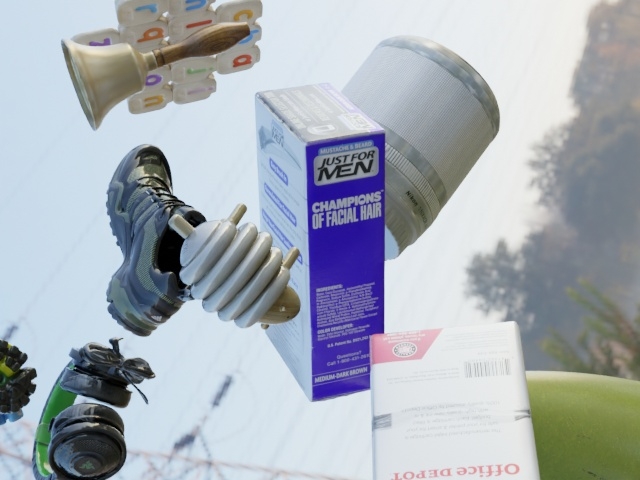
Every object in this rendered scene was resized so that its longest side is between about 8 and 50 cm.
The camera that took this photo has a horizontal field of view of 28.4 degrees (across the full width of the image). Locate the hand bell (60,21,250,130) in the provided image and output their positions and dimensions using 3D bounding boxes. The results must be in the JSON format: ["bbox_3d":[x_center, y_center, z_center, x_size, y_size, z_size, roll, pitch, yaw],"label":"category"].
[{"bbox_3d":[-0.206,-0.241,1.669,0.126,0.242,0.126,160,90,-77],"label":"hand bell"}]

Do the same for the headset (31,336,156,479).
[{"bbox_3d":[-0.403,0.273,2.125,0.394,0.185,0.243,-33,42,45],"label":"headset"}]

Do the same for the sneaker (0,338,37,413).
[{"bbox_3d":[-0.592,0.161,1.846,0.343,0.146,0.134,40,-126,-28],"label":"sneaker"}]

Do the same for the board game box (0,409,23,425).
[{"bbox_3d":[-0.725,0.336,2.046,0.390,0.390,0.050,-26,-77,-37],"label":"board game box"}]

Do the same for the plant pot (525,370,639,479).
[{"bbox_3d":[0.313,0.275,1.598,0.275,0.293,0.275,-40,37,39],"label":"plant pot"}]

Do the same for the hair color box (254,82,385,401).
[{"bbox_3d":[0.000,0.000,1.534,0.185,0.110,0.339,-130,33,-57],"label":"hair color box"}]

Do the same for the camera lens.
[{"bbox_3d":[0.108,-0.138,1.808,0.274,0.219,0.219,-53,-20,-17],"label":"camera lens"}]

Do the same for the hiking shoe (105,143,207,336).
[{"bbox_3d":[-0.157,-0.013,1.307,0.086,0.114,0.227,33,-139,-44],"label":"hiking shoe"}]

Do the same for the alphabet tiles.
[{"bbox_3d":[-0.220,-0.276,1.826,0.284,0.277,0.021,99,155,-63],"label":"alphabet tiles"}]

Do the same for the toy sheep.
[{"bbox_3d":[-0.071,0.022,1.039,0.091,0.132,0.091,-52,7,9],"label":"toy sheep"}]

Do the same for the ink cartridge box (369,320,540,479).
[{"bbox_3d":[0.133,0.195,1.259,0.218,0.158,0.092,-88,-10,-48],"label":"ink cartridge box"}]
